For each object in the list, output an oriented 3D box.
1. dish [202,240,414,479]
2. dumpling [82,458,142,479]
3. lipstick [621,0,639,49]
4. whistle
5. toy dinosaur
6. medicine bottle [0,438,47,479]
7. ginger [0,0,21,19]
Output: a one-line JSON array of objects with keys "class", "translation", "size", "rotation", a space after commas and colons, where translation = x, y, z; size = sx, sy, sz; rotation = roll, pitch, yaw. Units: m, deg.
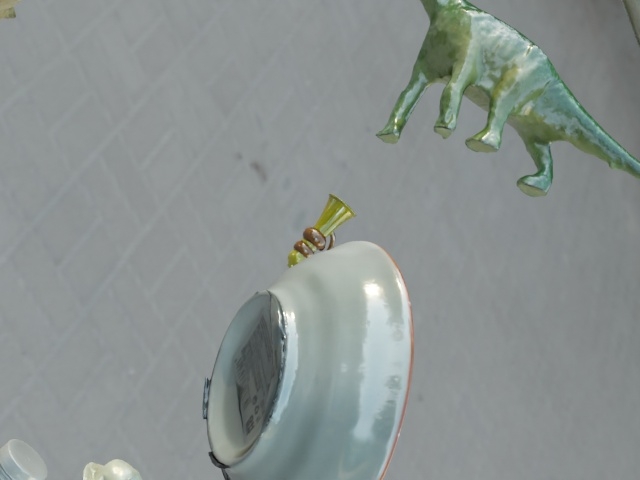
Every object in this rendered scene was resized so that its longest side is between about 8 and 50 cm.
[{"class": "dish", "translation": [-0.030, 0.116, 1.082], "size": [0.085, 0.260, 0.260], "rotation": [17, 57, -25]}, {"class": "dumpling", "translation": [-0.222, 0.261, 1.453], "size": [0.076, 0.057, 0.052], "rotation": [-40, 131, -46]}, {"class": "lipstick", "translation": [0.260, -0.111, 0.906], "size": [0.077, 0.079, 0.253], "rotation": [-78, 146, -76]}, {"class": "whistle", "translation": [-0.003, -0.004, 1.757], "size": [0.046, 0.109, 0.057], "rotation": [38, -2, 7]}, {"class": "toy dinosaur", "translation": [0.174, -0.210, 1.307], "size": [0.087, 0.447, 0.301], "rotation": [117, -7, -67]}, {"class": "medicine bottle", "translation": [-0.388, 0.301, 1.593], "size": [0.079, 0.140, 0.079], "rotation": [45, 10, -11]}, {"class": "ginger", "translation": [-0.360, -0.331, 1.353], "size": [0.267, 0.152, 0.138], "rotation": [49, 16, -42]}]
